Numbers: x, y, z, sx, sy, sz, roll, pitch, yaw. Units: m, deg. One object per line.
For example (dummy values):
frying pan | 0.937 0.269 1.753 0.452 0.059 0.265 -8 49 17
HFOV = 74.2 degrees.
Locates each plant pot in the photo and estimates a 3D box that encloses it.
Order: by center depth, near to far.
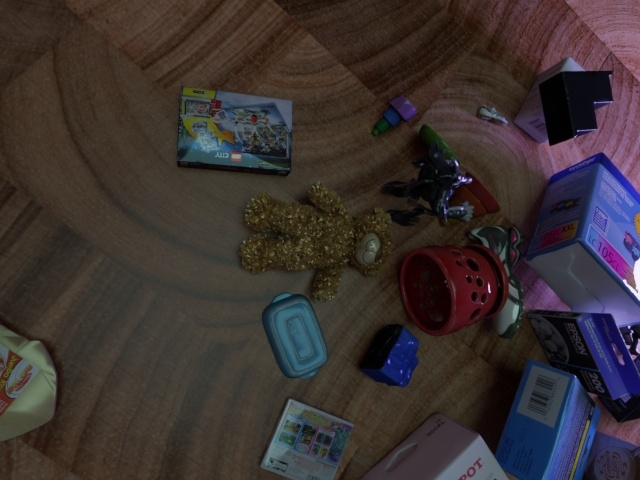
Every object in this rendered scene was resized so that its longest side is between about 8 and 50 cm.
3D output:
plant pot | 0.296 0.098 0.923 0.174 0.191 0.191 -9 86 -20

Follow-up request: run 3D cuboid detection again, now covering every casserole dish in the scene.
casserole dish | -0.049 0.201 0.889 0.114 0.037 0.188 -20 89 -18

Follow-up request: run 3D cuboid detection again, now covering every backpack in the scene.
backpack | 0.157 0.248 0.916 0.101 0.098 0.120 41 61 -18

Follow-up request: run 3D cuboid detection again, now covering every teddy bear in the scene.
teddy bear | 0.000 0.000 0.888 0.338 0.113 0.245 24 80 -13

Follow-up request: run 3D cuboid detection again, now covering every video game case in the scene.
video game case | -0.026 0.423 0.880 0.157 0.019 0.143 26 77 -11

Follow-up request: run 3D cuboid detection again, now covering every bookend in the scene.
bookend | 0.626 -0.318 1.018 0.157 0.072 0.156 -9 87 -17

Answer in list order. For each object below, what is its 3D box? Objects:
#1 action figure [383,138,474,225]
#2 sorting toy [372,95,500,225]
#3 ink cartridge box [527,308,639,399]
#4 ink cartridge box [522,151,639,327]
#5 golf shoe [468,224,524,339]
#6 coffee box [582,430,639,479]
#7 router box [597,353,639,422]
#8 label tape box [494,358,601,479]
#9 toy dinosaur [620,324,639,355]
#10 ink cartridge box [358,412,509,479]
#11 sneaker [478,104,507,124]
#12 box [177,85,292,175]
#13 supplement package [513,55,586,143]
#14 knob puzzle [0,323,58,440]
action figure | 0.239 -0.111 0.883 0.141 0.276 0.163 -9 86 -17
sorting toy | 0.259 -0.170 1.006 0.126 0.127 0.365 -42 94 13
ink cartridge box | 0.614 0.262 0.989 0.045 0.208 0.206 -27 91 -18
ink cartridge box | 0.682 -0.023 1.038 0.270 0.151 0.395 43 55 -9
golf shoe | 0.415 0.097 1.018 0.120 0.105 0.272 4 76 -1
coffee box | 0.711 0.613 1.015 0.098 0.141 0.246 34 77 -11
router box | 0.898 0.336 1.058 0.309 0.242 0.081 -2 40 -17
label tape box | 0.535 0.448 0.979 0.334 0.106 0.240 39 72 -41
toy dinosaur | 0.856 0.208 1.134 0.314 0.121 0.160 30 64 -7
ink cartridge box | 0.285 0.620 0.872 0.286 0.166 0.394 -34 94 -17
sneaker | 0.451 -0.327 1.099 0.083 0.032 0.036 17 79 -15
box | -0.177 -0.227 0.893 0.233 0.044 0.159 3 83 -16
supplement package | 0.615 -0.366 1.114 0.105 0.105 0.179 35 77 -9
knob puzzle | -0.551 0.256 0.735 0.213 0.030 0.213 2 82 -17
